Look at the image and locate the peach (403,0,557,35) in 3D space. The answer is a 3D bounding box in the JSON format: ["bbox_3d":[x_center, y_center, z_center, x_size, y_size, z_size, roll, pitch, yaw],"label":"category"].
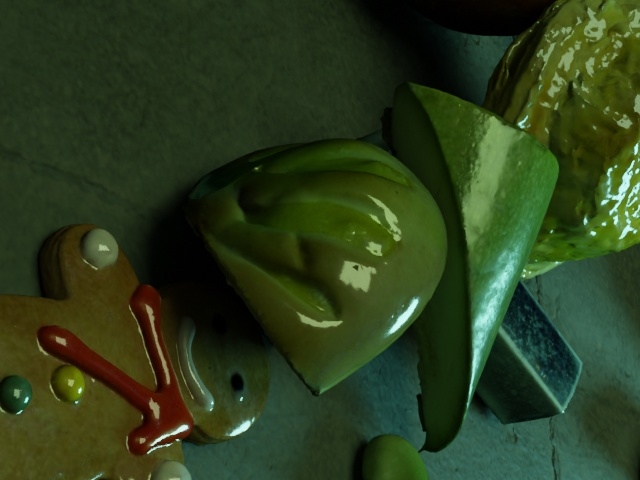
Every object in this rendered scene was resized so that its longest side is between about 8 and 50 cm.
[{"bbox_3d":[0.155,-0.307,1.263,0.252,0.252,0.252,26,54,-42],"label":"peach"}]

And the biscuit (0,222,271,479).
[{"bbox_3d":[-0.139,0.085,0.862,0.324,0.049,0.205,2,71,-53],"label":"biscuit"}]

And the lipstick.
[{"bbox_3d":[0.112,0.032,1.171,0.289,0.076,0.077,50,46,-19],"label":"lipstick"}]

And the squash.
[{"bbox_3d":[0.090,0.029,1.054,0.169,0.093,0.252,28,80,-28],"label":"squash"}]

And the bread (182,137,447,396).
[{"bbox_3d":[0.004,-0.007,0.981,0.158,0.156,0.260,56,-3,-16],"label":"bread"}]

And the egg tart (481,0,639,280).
[{"bbox_3d":[0.255,-0.083,1.247,0.319,0.128,0.319,-34,139,-35],"label":"egg tart"}]

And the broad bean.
[{"bbox_3d":[0.058,0.189,1.058,0.063,0.045,0.083,21,48,-30],"label":"broad bean"}]
